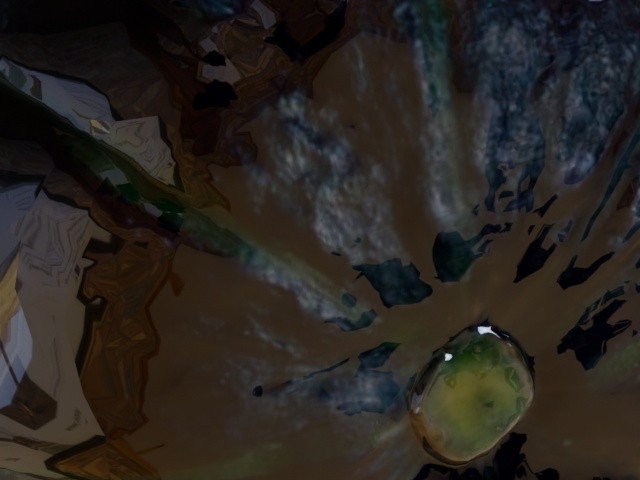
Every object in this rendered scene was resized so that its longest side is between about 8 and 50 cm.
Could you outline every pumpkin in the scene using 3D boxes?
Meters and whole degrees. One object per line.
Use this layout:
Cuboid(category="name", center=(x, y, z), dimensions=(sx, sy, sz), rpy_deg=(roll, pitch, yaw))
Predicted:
Cuboid(category="pumpkin", center=(0.000, 0.000, 0.675), dimensions=(0.363, 0.363, 0.266), rpy_deg=(-37, -155, -9))
